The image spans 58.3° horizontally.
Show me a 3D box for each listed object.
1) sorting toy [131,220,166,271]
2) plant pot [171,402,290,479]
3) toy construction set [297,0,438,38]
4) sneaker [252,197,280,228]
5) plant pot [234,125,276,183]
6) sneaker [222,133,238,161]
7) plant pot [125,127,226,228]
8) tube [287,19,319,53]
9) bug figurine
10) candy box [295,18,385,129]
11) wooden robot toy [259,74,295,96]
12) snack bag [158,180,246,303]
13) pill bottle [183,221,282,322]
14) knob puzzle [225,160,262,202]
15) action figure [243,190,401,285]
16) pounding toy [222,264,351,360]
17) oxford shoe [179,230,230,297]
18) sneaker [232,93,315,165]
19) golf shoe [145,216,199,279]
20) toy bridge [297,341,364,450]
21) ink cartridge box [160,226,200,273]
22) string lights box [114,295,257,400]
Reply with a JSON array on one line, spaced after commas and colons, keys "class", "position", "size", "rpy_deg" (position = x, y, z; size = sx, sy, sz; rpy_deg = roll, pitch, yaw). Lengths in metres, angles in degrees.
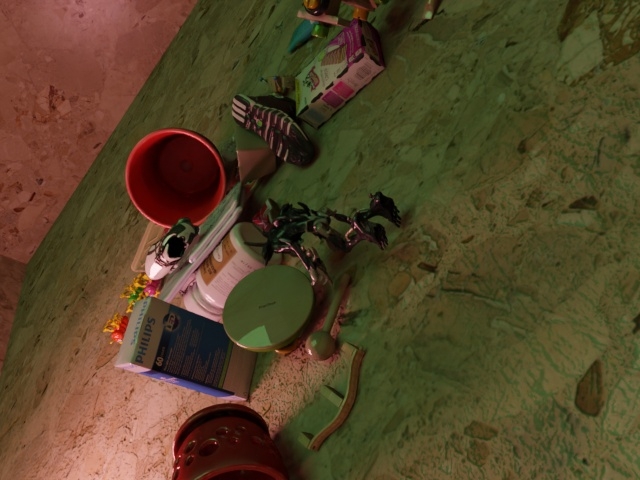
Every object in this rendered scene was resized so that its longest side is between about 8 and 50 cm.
[{"class": "sorting toy", "position": [-0.536, 0.016, 1.890], "size": [0.208, 0.038, 0.193], "rpy_deg": [-2, 65, 49]}, {"class": "plant pot", "position": [-0.153, 0.382, 0.956], "size": [0.191, 0.191, 0.174], "rpy_deg": [-53, 25, 13]}, {"class": "toy construction set", "position": [0.096, -0.529, 1.227], "size": [0.257, 0.309, 0.237], "rpy_deg": [-18, -55, -74]}, {"class": "sneaker", "position": [-0.126, -0.048, 1.359], "size": [0.067, 0.042, 0.118], "rpy_deg": [-47, 28, 16]}, {"class": "plant pot", "position": [-0.165, -0.223, 1.472], "size": [0.109, 0.096, 0.109], "rpy_deg": [91, 171, -45]}, {"class": "sneaker", "position": [-0.248, -0.252, 1.657], "size": [0.158, 0.061, 0.065], "rpy_deg": [-71, 5, -57]}, {"class": "plant pot", "position": [-0.392, -0.197, 1.634], "size": [0.275, 0.275, 0.243], "rpy_deg": [-54, 14, 12]}, {"class": "tube", "position": [-0.036, -0.612, 1.651], "size": [0.207, 0.052, 0.080], "rpy_deg": [-14, 51, 56]}, {"class": "bug figurine", "position": [-0.561, 0.197, 1.753], "size": [0.279, 0.072, 0.216], "rpy_deg": [-33, 36, 44]}, {"class": "candy box", "position": [0.039, -0.398, 1.364], "size": [0.233, 0.071, 0.159], "rpy_deg": [-37, 40, 34]}, {"class": "wooden robot toy", "position": [-0.111, -0.425, 1.620], "size": [0.173, 0.076, 0.079], "rpy_deg": [22, 120, 57]}, {"class": "snack bag", "position": [-0.296, 0.010, 1.410], "size": [0.342, 0.037, 0.323], "rpy_deg": [-50, 14, 8]}, {"class": "pill bottle", "position": [-0.203, 0.079, 1.290], "size": [0.229, 0.131, 0.131], "rpy_deg": [-47, 36, 22]}, {"class": "knob puzzle", "position": [-0.208, -0.185, 1.585], "size": [0.213, 0.030, 0.213], "rpy_deg": [-33, 42, 36]}, {"class": "action figure", "position": [0.000, 0.000, 1.037], "size": [0.276, 0.141, 0.164], "rpy_deg": [-10, 36, 32]}, {"class": "pounding toy", "position": [-0.059, 0.151, 1.094], "size": [0.237, 0.110, 0.183], "rpy_deg": [4, 54, 24]}, {"class": "oxford shoe", "position": [-0.285, 0.066, 1.481], "size": [0.227, 0.083, 0.096], "rpy_deg": [-46, 17, 22]}, {"class": "sneaker", "position": [-0.078, -0.296, 1.430], "size": [0.281, 0.162, 0.106], "rpy_deg": [41, 133, 26]}, {"class": "golf shoe", "position": [-0.376, 0.032, 1.396], "size": [0.198, 0.077, 0.094], "rpy_deg": [-51, 15, 22]}, {"class": "toy bridge", "position": [0.026, 0.257, 0.940], "size": [0.063, 0.026, 0.188], "rpy_deg": [23, 85, 55]}, {"class": "ink cartridge box", "position": [-0.411, 0.025, 1.671], "size": [0.175, 0.072, 0.127], "rpy_deg": [-7, 61, 53]}, {"class": "string lights box", "position": [-0.255, 0.220, 1.139], "size": [0.077, 0.260, 0.133], "rpy_deg": [-19, 51, 47]}]
